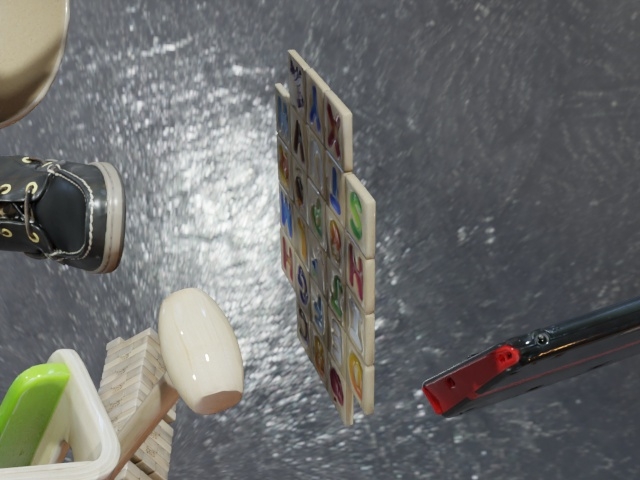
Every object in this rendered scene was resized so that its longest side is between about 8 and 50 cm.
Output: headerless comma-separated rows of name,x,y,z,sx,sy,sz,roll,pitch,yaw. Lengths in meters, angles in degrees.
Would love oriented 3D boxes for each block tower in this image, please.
block tower,-0.279,0.276,1.699,0.097,0.335,0.091,-28,124,18

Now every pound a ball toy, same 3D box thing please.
pound a ball toy,-0.182,0.183,0.681,0.208,0.319,0.135,4,38,-38

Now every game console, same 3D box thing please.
game console,0.330,0.108,1.344,0.387,0.342,0.060,-17,74,-16

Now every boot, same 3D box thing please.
boot,-0.409,-0.042,1.357,0.284,0.377,0.138,1,101,-30

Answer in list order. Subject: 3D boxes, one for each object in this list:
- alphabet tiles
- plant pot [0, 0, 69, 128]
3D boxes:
alphabet tiles,0.000,0.000,1.122,0.011,0.285,0.342,-10,121,-15
plant pot,-0.345,-0.200,0.820,0.191,0.284,0.284,-10,77,25
